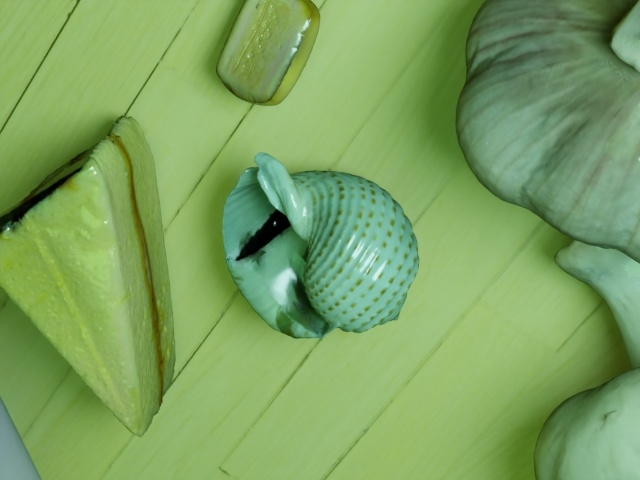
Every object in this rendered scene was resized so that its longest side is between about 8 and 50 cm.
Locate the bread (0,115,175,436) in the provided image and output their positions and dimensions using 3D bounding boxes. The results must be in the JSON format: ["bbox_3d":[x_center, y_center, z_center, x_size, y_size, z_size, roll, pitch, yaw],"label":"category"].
[{"bbox_3d":[-0.186,0.031,1.222,0.163,0.168,0.264,-33,106,20],"label":"bread"}]

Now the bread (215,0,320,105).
[{"bbox_3d":[-0.045,-0.184,1.162,0.082,0.056,0.115,28,103,19],"label":"bread"}]

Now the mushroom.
[{"bbox_3d":[0.330,0.172,1.105,0.315,0.315,0.356,-40,110,22],"label":"mushroom"}]

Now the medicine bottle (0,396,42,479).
[{"bbox_3d":[-0.459,0.173,1.296,0.219,0.219,0.388,-17,109,16],"label":"medicine bottle"}]

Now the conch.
[{"bbox_3d":[0.008,-0.002,1.189,0.172,0.131,0.200,-28,89,47],"label":"conch"}]

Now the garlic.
[{"bbox_3d":[0.271,-0.128,1.017,0.322,0.322,0.241,29,142,-2],"label":"garlic"}]
